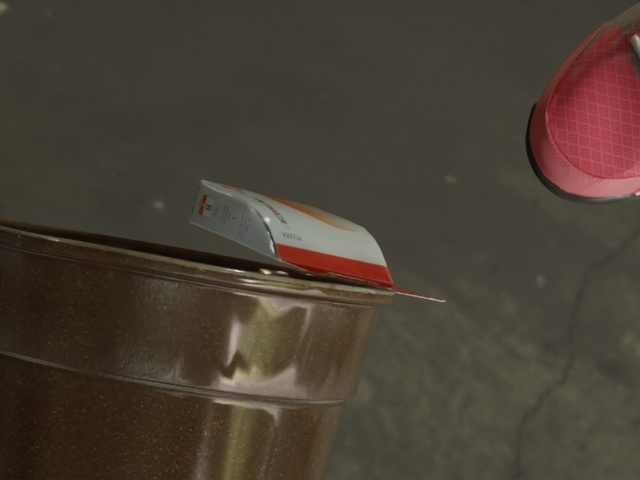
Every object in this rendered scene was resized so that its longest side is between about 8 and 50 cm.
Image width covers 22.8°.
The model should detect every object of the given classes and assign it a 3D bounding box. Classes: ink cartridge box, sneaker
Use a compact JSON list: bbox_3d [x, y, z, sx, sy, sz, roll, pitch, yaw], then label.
[{"bbox_3d":[0.000,0.000,1.307,0.179,0.045,0.145,18,4,43],"label":"ink cartridge box"},{"bbox_3d":[0.255,-0.136,0.937,0.116,0.314,0.136,59,4,14],"label":"sneaker"}]

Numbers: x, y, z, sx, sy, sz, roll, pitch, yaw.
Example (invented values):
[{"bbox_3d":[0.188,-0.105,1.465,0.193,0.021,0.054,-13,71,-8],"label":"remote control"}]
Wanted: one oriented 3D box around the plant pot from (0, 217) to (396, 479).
[{"bbox_3d":[-0.069,0.084,0.581,0.167,0.165,0.167,11,1,0],"label":"plant pot"}]
